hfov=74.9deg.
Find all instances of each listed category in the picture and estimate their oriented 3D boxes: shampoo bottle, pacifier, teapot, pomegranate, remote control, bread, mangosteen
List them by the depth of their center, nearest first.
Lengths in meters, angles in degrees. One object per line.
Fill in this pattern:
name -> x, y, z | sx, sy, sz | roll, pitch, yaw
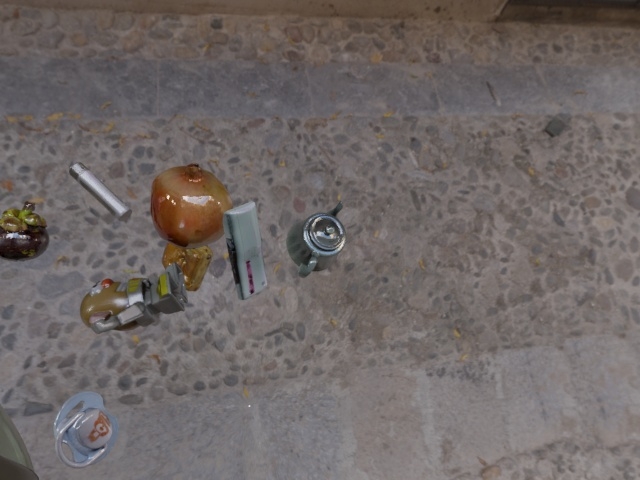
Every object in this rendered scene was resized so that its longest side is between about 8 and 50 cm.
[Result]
remote control -> -0.124, 0.021, 0.706 | 0.029, 0.166, 0.065 | 14, 31, 38
teapot -> 0.000, 0.000, 1.154 | 0.163, 0.149, 0.239 | 33, 63, -10
pomegranate -> -0.383, -0.113, 1.240 | 0.229, 0.270, 0.252 | -14, 44, -28
shampoo bottle -> -0.744, -0.163, 1.416 | 0.227, 0.086, 0.056 | 45, 68, -6
mangosteen -> -1.063, -0.034, 1.475 | 0.193, 0.192, 0.216 | 11, 97, -5
pacifier -> -0.900, 0.704, 1.552 | 0.227, 0.207, 0.278 | -48, 124, -52
bread -> -0.547, 0.069, 1.682 | 0.235, 0.210, 0.099 | 41, 24, 29

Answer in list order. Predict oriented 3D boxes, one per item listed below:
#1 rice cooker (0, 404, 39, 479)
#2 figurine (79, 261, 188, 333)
rice cooker -> -0.415, 0.271, 0.320 | 0.326, 0.335, 0.335 | -26, 75, -14
figurine -> -0.552, 0.178, 1.227 | 0.285, 0.342, 0.166 | -18, 83, -4
